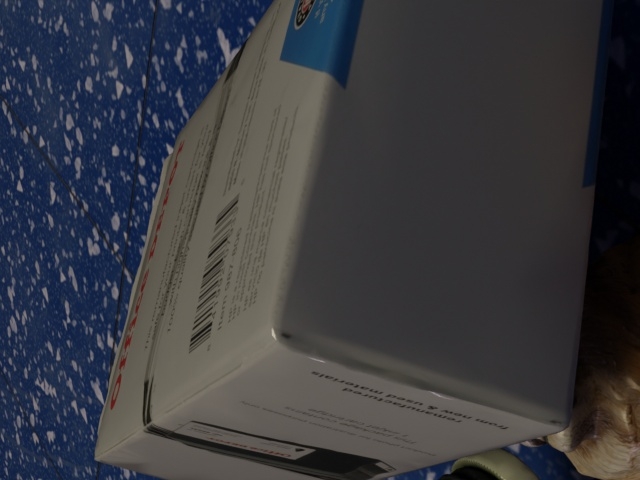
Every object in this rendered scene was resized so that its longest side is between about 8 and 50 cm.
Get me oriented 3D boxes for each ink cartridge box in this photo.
[{"bbox_3d":[0.000,0.000,0.731,0.395,0.166,0.285,142,143,-61],"label":"ink cartridge box"}]

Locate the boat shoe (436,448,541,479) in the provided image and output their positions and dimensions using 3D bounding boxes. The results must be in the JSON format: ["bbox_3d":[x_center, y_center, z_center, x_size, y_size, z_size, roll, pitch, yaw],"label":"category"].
[{"bbox_3d":[0.143,0.305,0.731,0.127,0.113,0.340,1,118,60],"label":"boat shoe"}]

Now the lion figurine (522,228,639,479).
[{"bbox_3d":[0.224,-0.033,0.572,0.240,0.142,0.392,38,116,55],"label":"lion figurine"}]
